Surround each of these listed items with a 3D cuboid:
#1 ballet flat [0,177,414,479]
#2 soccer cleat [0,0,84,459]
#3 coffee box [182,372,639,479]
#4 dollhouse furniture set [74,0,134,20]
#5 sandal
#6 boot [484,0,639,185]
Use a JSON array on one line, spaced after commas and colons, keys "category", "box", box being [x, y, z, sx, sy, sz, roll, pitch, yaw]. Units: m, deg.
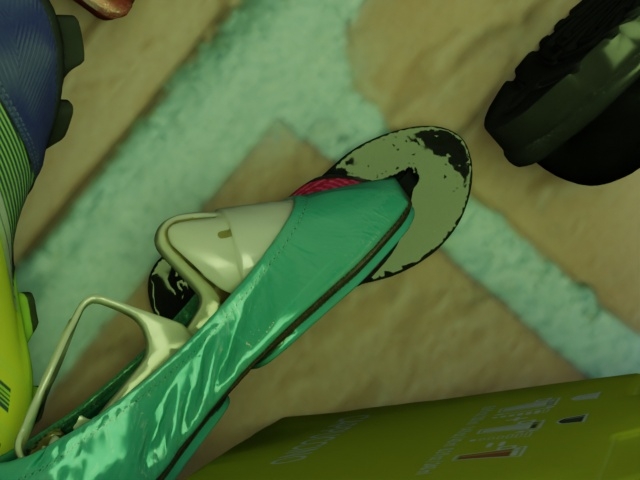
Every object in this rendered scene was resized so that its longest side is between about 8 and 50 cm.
[{"category": "ballet flat", "box": [-0.060, 0.040, 0.814, 0.087, 0.083, 0.247, 45, 75, -12]}, {"category": "soccer cleat", "box": [-0.181, 0.015, 0.790, 0.121, 0.093, 0.289, -20, 131, -46]}, {"category": "coffee box", "box": [0.121, 0.235, 0.723, 0.338, 0.337, 0.334, -8, 92, 14]}, {"category": "dollhouse furniture set", "box": [-0.220, -0.179, 0.803, 0.374, 0.152, 0.201, 0, 91, -9]}, {"category": "sandal", "box": [0.000, 0.000, 0.896, 0.179, 0.040, 0.067, -27, 93, -8]}, {"category": "boot", "box": [0.282, -0.065, 0.896, 0.348, 0.131, 0.260, -35, 96, -8]}]
